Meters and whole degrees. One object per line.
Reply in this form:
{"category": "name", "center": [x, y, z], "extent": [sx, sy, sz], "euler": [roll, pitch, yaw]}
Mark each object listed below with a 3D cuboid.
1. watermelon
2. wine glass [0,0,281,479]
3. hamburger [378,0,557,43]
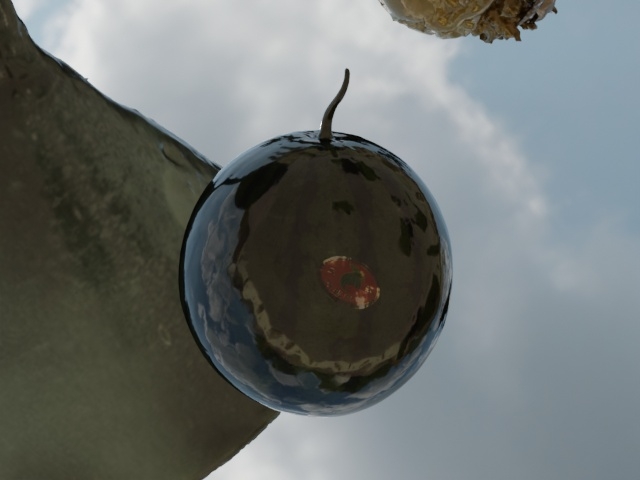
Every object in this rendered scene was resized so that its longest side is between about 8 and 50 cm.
{"category": "watermelon", "center": [0.000, 0.000, 0.733], "extent": [0.105, 0.105, 0.133], "euler": [1, -78, -30]}
{"category": "wine glass", "center": [-0.147, -0.093, 0.876], "extent": [0.267, 0.406, 0.267], "euler": [-5, -137, 5]}
{"category": "hamburger", "center": [0.104, -0.308, 1.417], "extent": [0.158, 0.318, 0.319], "euler": [-9, -108, -18]}
